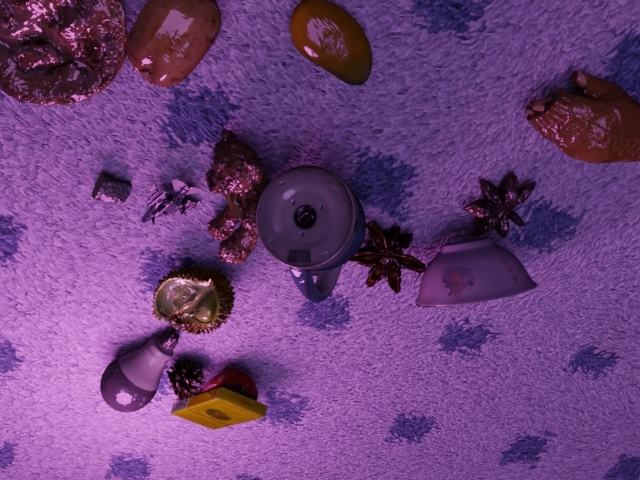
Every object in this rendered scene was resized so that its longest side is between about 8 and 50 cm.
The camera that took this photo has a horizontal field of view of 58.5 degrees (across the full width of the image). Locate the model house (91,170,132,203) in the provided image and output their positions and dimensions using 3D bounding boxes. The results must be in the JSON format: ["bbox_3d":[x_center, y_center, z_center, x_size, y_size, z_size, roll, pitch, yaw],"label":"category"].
[{"bbox_3d":[-0.561,-0.135,1.539,0.083,0.066,0.079,18,111,-35],"label":"model house"}]

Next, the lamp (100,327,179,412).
[{"bbox_3d":[-0.571,0.421,1.825,0.182,0.182,0.314,39,114,-25],"label":"lamp"}]

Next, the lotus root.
[{"bbox_3d":[-0.321,-0.468,1.273,0.160,0.146,0.284,24,118,-42],"label":"lotus root"}]

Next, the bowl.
[{"bbox_3d":[0.426,0.079,1.625,0.345,0.345,0.157,-10,91,4],"label":"bowl"}]

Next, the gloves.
[{"bbox_3d":[0.691,-0.299,1.437,0.356,0.155,0.203,14,118,-8],"label":"gloves"}]

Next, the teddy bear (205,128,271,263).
[{"bbox_3d":[-0.230,-0.103,1.475,0.296,0.246,0.222,-49,140,15],"label":"teddy bear"}]

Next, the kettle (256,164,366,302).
[{"bbox_3d":[0.000,0.000,1.483,0.246,0.342,0.320,10,85,17],"label":"kettle"}]

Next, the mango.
[{"bbox_3d":[0.035,-0.464,1.330,0.237,0.091,0.137,24,125,-25],"label":"mango"}]

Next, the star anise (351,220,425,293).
[{"bbox_3d":[0.193,0.041,1.659,0.190,0.126,0.220,-32,92,17],"label":"star anise"}]

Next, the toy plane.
[{"bbox_3d":[-0.416,-0.097,1.555,0.234,0.082,0.160,-43,143,22],"label":"toy plane"}]

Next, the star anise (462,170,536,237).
[{"bbox_3d":[0.497,-0.094,1.610,0.196,0.073,0.212,1,121,-7],"label":"star anise"}]

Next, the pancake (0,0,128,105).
[{"bbox_3d":[-0.620,-0.486,1.280,0.386,0.082,0.387,0,126,0],"label":"pancake"}]

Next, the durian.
[{"bbox_3d":[-0.361,0.176,1.668,0.236,0.176,0.200,0,80,12],"label":"durian"}]

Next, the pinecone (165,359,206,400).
[{"bbox_3d":[-0.444,0.456,1.889,0.120,0.140,0.140,-22,127,-22],"label":"pinecone"}]

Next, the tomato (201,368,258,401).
[{"bbox_3d":[-0.302,0.492,1.936,0.189,0.099,0.173,22,142,-18],"label":"tomato"}]

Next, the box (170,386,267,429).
[{"bbox_3d":[-0.349,0.575,1.937,0.187,0.047,0.335,32,141,-27],"label":"box"}]
